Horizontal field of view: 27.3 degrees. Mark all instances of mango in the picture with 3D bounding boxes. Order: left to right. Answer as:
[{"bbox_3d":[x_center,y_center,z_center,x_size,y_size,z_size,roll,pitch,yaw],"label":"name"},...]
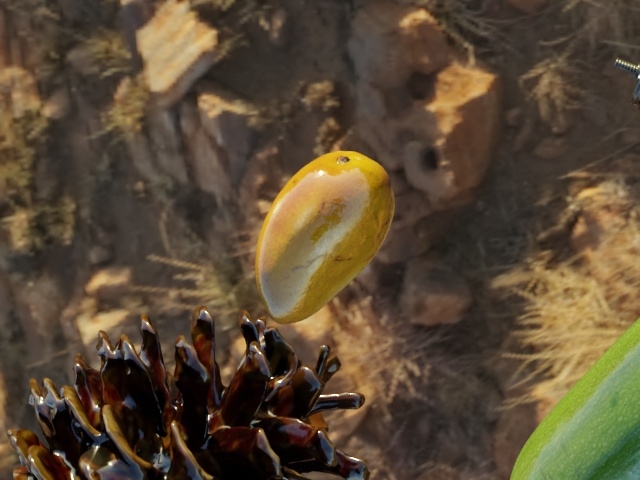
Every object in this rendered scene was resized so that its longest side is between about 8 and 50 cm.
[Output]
[{"bbox_3d":[0.000,0.000,1.511,0.112,0.145,0.219,36,99,46],"label":"mango"}]

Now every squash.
[{"bbox_3d":[0.245,0.105,0.912,0.107,0.107,0.395,51,122,17],"label":"squash"}]

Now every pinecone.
[{"bbox_3d":[-0.056,0.106,0.623,0.165,0.163,0.163,-34,75,-5],"label":"pinecone"}]

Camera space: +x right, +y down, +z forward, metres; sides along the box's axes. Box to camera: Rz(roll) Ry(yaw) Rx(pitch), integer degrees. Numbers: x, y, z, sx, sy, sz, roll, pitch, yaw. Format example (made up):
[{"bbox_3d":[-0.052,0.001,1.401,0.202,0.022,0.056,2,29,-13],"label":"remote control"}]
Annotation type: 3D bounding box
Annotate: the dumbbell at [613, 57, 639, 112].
[{"bbox_3d":[0.441,-0.169,1.533,0.208,0.099,0.099,23,115,10],"label":"dumbbell"}]
